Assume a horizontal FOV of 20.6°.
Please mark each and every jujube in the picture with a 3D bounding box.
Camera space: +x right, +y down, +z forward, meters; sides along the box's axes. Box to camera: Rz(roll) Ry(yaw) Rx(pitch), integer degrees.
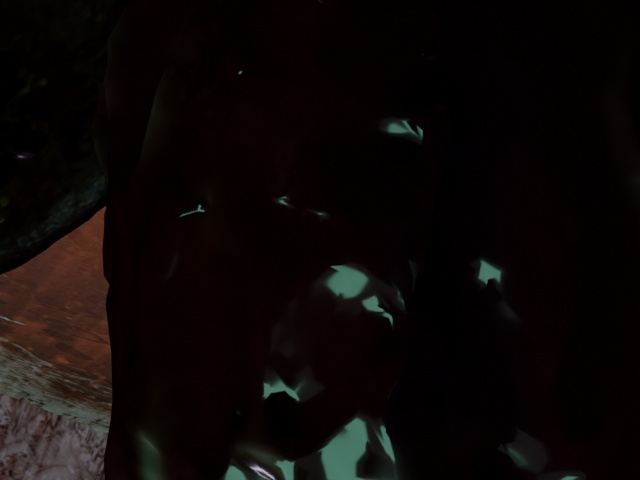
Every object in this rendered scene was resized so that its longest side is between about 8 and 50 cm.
[{"bbox_3d":[0.043,0.047,0.618,0.258,0.258,0.377,7,118,41],"label":"jujube"}]

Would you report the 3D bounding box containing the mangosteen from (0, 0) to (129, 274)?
[{"bbox_3d":[-0.177,-0.109,0.664,0.235,0.235,0.261,36,-168,-49],"label":"mangosteen"}]
